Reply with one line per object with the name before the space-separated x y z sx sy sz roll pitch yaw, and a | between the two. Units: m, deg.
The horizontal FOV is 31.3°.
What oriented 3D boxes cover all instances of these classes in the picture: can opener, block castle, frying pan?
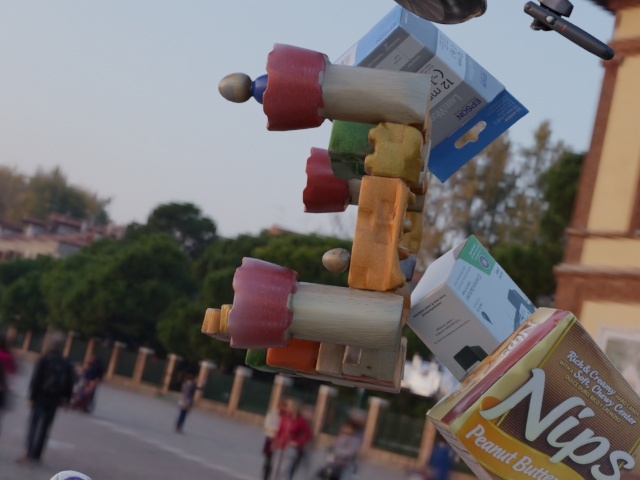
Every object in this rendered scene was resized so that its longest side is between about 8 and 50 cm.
can opener | 0.423 -0.362 1.950 0.059 0.073 0.186 -1 39 -48
block castle | 0.000 0.000 1.248 0.213 0.303 0.453 7 -10 6
frying pan | 0.129 -0.309 1.280 0.197 0.053 0.326 39 -4 -20

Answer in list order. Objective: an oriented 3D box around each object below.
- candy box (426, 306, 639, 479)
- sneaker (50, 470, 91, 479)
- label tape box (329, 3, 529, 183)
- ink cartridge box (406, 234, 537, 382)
candy box | 0.288 0.250 1.249 0.316 0.183 0.087 50 -10 -7
sneaker | -0.274 0.332 1.210 0.071 0.169 0.068 12 -4 21
label tape box | 0.195 -0.256 2.199 0.348 0.115 0.249 38 -56 -19
ink cartridge box | 0.217 0.119 1.478 0.087 0.153 0.208 -38 -83 31
